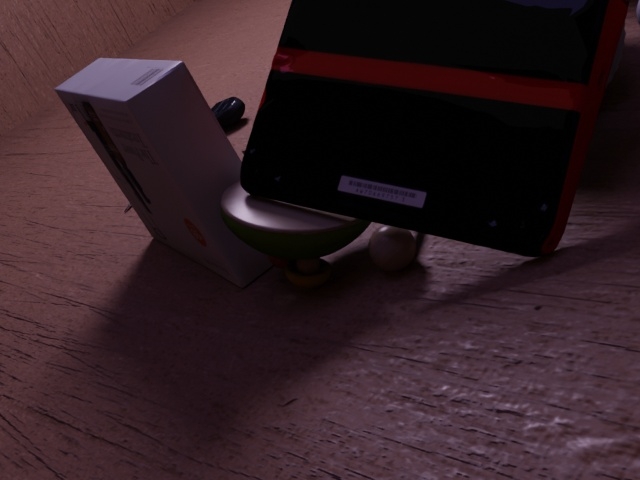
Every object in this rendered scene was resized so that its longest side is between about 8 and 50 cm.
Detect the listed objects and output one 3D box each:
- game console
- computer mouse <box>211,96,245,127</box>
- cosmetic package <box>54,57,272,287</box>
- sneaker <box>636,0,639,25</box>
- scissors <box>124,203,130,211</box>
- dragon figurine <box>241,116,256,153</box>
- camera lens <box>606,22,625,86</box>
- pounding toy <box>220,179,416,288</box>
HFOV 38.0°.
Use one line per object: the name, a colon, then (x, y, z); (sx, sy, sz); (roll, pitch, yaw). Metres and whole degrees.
game console: (0.114, -0.179, 1.015); (0.386, 0.060, 0.342); (13, 85, 30)
computer mouse: (-0.224, -0.238, 1.862); (0.242, 0.041, 0.071); (-6, 44, 53)
cosmetic package: (-0.216, -0.107, 1.294); (0.097, 0.284, 0.377); (-39, 25, -16)
sneaker: (0.491, -0.314, 1.107); (0.226, 0.086, 0.163); (-36, 19, 21)
scissors: (-0.308, -0.156, 1.785); (0.109, 0.021, 0.297); (-5, 45, 51)
dragon figurine: (-0.031, -0.120, 1.351); (0.144, 0.085, 0.289); (-26, 25, 8)
camera lens: (0.249, -0.284, 1.189); (0.219, 0.219, 0.274); (-26, 25, 10)
pounding toy: (0.000, 0.000, 1.102); (0.236, 0.110, 0.183); (6, 26, 10)
